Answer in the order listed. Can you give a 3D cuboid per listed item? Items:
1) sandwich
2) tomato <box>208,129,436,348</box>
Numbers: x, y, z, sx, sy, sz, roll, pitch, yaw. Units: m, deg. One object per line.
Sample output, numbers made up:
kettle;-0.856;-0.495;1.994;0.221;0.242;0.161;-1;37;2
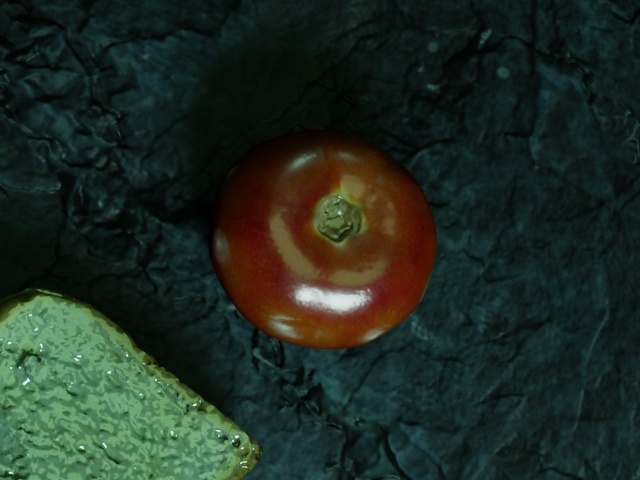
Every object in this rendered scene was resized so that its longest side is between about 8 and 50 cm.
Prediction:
sandwich;-0.218;0.191;1.151;0.249;0.095;0.273;39;69;-3
tomato;0.000;0.000;1.249;0.195;0.136;0.195;4;75;-16
